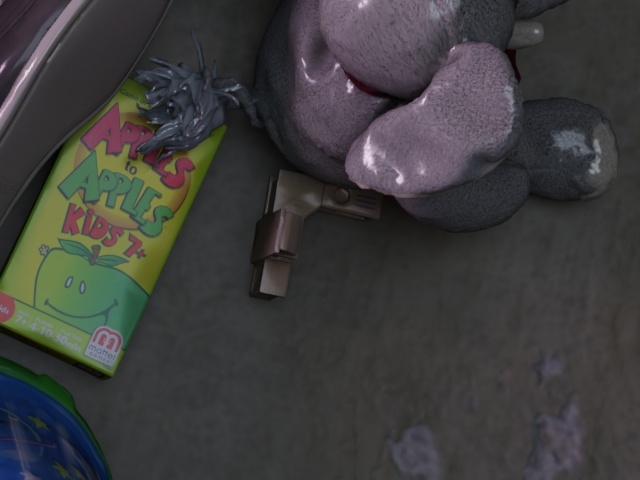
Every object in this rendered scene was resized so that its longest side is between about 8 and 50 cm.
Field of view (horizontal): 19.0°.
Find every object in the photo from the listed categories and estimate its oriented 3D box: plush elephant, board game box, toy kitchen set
[{"bbox_3d":[0.067,-0.139,1.178,0.330,0.255,0.271,-17,86,-28],"label":"plush elephant"},{"bbox_3d":[-0.141,-0.011,1.241,0.092,0.043,0.181,26,77,-10],"label":"board game box"},{"bbox_3d":[0.000,0.000,1.263,0.075,0.068,0.083,12,80,-13],"label":"toy kitchen set"}]

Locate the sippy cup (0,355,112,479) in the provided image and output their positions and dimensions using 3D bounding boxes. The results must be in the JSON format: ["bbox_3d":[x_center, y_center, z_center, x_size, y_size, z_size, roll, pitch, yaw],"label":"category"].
[{"bbox_3d":[-0.206,0.198,1.069,0.306,0.224,0.240,-25,110,-12],"label":"sippy cup"}]

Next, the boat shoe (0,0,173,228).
[{"bbox_3d":[-0.209,-0.079,1.178,0.095,0.112,0.335,32,85,20],"label":"boat shoe"}]
